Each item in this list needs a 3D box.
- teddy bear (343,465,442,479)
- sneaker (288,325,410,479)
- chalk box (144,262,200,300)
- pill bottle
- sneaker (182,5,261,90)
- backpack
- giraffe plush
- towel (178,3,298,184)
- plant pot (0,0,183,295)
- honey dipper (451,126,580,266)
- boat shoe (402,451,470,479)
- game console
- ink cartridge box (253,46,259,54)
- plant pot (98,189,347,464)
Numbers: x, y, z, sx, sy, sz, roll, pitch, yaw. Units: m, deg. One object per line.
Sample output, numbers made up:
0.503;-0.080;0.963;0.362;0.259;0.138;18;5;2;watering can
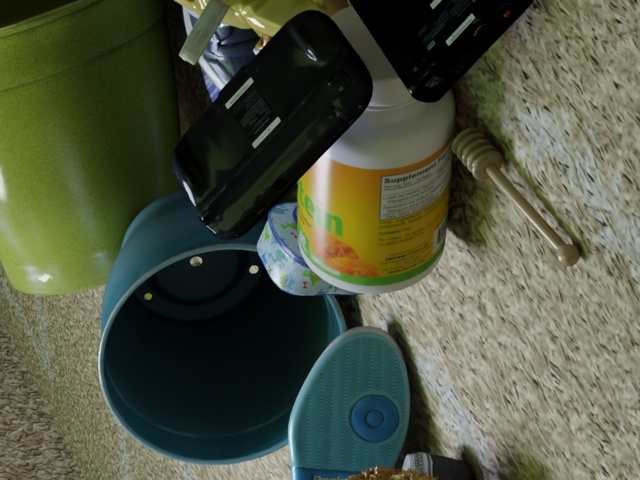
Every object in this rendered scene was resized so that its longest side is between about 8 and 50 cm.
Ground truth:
0.130;0.353;1.844;0.338;0.113;0.245;46;146;2;teddy bear
0.027;0.224;2.065;0.208;0.127;0.319;-74;-4;-76;sneaker
-0.198;0.130;2.581;0.132;0.132;0.213;58;157;32;chalk box
0.047;-0.082;1.656;0.136;0.136;0.246;55;156;38;pill bottle
-0.087;-0.273;1.900;0.153;0.099;0.282;143;109;-73;sneaker
0.000;0.000;1.909;0.105;0.114;0.084;58;140;37;backpack
-0.028;-0.233;1.719;0.181;0.210;0.170;49;-169;14;giraffe plush
-0.093;-0.211;2.098;0.243;0.040;0.336;150;101;-73;towel
-0.321;-0.136;2.305;0.366;0.366;0.353;30;140;62;plant pot
0.161;-0.033;1.555;0.161;0.030;0.030;54;156;37;honey dipper
0.114;0.301;1.964;0.080;0.076;0.228;-95;9;-49;boat shoe
0.001;-0.157;1.528;0.361;0.044;0.213;-45;58;25;game console
0.018;-0.120;1.866;0.179;0.045;0.145;54;170;-25;ink cartridge box
-0.125;0.073;2.151;0.255;0.271;0.272;-113;11;-63;plant pot
